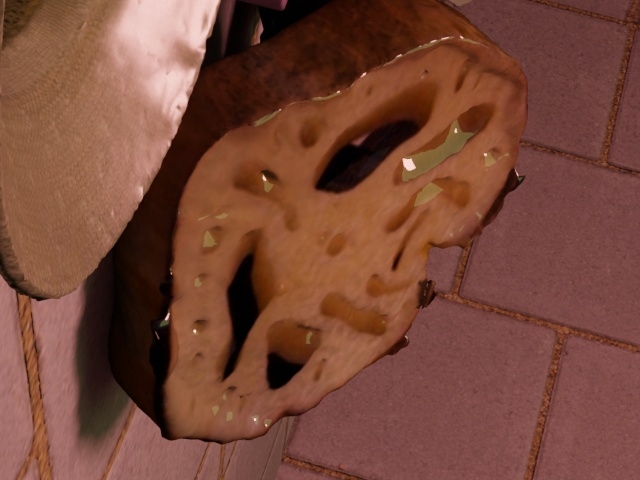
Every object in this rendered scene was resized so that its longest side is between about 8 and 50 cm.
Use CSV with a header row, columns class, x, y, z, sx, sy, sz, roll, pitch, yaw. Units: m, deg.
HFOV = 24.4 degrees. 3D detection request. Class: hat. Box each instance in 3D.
class,x,y,z,sx,sy,sz,roll,pitch,yaw
hat,-0.101,-0.123,0.427,0.257,0.130,0.257,17,90,-85

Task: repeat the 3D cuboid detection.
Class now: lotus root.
class,x,y,z,sx,sy,sz,roll,pitch,yaw
lotus root,-0.010,-0.018,1.111,0.390,0.111,0.375,-51,152,4

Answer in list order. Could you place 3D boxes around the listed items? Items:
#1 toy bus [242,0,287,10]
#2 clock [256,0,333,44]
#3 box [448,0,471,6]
class,x,y,z,sx,sy,sz,roll,pitch,yaw
toy bus,-0.036,-0.232,0.960,0.199,0.096,0.108,76,29,-79
clock,0.007,-0.169,1.270,0.146,0.200,0.243,13,97,-49
box,0.087,-0.306,1.120,0.225,0.117,0.225,68,14,3
